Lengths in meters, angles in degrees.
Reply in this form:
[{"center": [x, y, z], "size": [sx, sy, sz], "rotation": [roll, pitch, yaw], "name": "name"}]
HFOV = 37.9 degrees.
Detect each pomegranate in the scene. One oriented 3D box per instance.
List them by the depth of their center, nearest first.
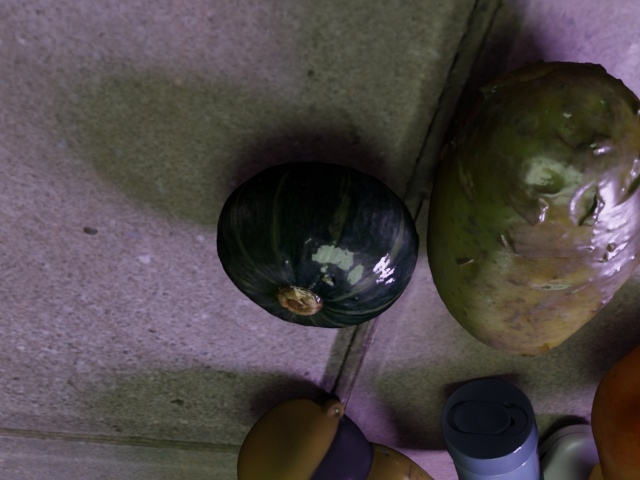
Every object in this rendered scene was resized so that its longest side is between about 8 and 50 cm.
[{"center": [0.369, 0.188, 0.924], "size": [0.209, 0.209, 0.209], "rotation": [-1, 136, -1], "name": "pomegranate"}]

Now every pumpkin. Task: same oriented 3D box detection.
[{"center": [0.000, 0.003, 0.767], "size": [0.167, 0.125, 0.167], "rotation": [17, 139, 15], "name": "pumpkin"}]

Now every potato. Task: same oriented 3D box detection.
[{"center": [0.174, -0.018, 0.749], "size": [0.176, 0.141, 0.298], "rotation": [10, 144, 6], "name": "potato"}]

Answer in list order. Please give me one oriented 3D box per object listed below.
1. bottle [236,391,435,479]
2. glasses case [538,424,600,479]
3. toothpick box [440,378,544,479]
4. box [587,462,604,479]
[{"center": [0.058, 0.315, 1.024], "size": [0.351, 0.171, 0.171], "rotation": [43, 123, -11], "name": "bottle"}, {"center": [0.288, 0.284, 1.128], "size": [0.074, 0.049, 0.193], "rotation": [7, 134, -11], "name": "glasses case"}, {"center": [0.194, 0.236, 1.037], "size": [0.101, 0.101, 0.153], "rotation": [-11, 137, 9], "name": "toothpick box"}, {"center": [0.412, 0.334, 1.028], "size": [0.237, 0.070, 0.152], "rotation": [18, 164, 29], "name": "box"}]
